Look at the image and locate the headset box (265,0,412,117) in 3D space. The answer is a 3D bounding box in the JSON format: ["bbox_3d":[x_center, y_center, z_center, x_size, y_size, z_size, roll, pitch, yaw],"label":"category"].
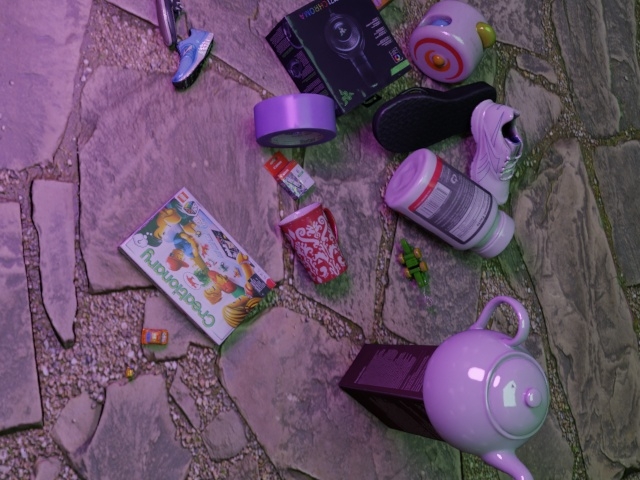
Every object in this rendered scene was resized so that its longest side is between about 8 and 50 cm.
[{"bbox_3d":[0.052,-0.455,1.621,0.246,0.131,0.283,-36,100,-24],"label":"headset box"}]

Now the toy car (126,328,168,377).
[{"bbox_3d":[-0.363,0.241,1.388,0.060,0.041,0.121,25,73,-21],"label":"toy car"}]

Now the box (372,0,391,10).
[{"bbox_3d":[0.134,-0.635,1.655,0.043,0.179,0.105,-33,98,-25],"label":"box"}]

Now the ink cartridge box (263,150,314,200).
[{"bbox_3d":[-0.076,-0.160,1.579,0.115,0.029,0.063,47,68,-13],"label":"ink cartridge box"}]

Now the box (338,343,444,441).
[{"bbox_3d":[0.223,0.339,1.462,0.191,0.381,0.143,42,66,-16],"label":"box"}]

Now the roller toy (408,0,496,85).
[{"bbox_3d":[0.338,-0.518,1.731,0.191,0.209,0.146,34,71,-1],"label":"roller toy"}]

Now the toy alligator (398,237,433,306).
[{"bbox_3d":[0.252,0.079,1.695,0.189,0.056,0.051,66,24,-4],"label":"toy alligator"}]

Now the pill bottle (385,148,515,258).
[{"bbox_3d":[0.340,-0.083,1.683,0.319,0.176,0.176,31,72,-19],"label":"pill bottle"}]

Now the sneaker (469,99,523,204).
[{"bbox_3d":[0.481,-0.227,1.769,0.111,0.129,0.296,-25,118,-26],"label":"sneaker"}]

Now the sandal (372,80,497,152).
[{"bbox_3d":[0.284,-0.336,1.723,0.446,0.167,0.107,-17,46,-37],"label":"sandal"}]

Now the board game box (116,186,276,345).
[{"bbox_3d":[-0.269,0.058,1.448,0.305,0.053,0.193,47,68,-13],"label":"board game box"}]

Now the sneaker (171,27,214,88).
[{"bbox_3d":[-0.305,-0.418,1.497,0.073,0.063,0.162,24,67,-5],"label":"sneaker"}]

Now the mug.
[{"bbox_3d":[0.002,0.001,1.554,0.150,0.113,0.169,-31,100,-23],"label":"mug"}]

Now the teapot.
[{"bbox_3d":[0.328,0.275,1.204,0.252,0.187,0.256,-44,102,-26],"label":"teapot"}]

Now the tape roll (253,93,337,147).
[{"bbox_3d":[-0.058,-0.273,1.514,0.189,0.189,0.080,-3,84,-26],"label":"tape roll"}]

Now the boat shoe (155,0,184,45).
[{"bbox_3d":[-0.338,-0.541,1.480,0.065,0.075,0.205,-9,83,-23],"label":"boat shoe"}]
